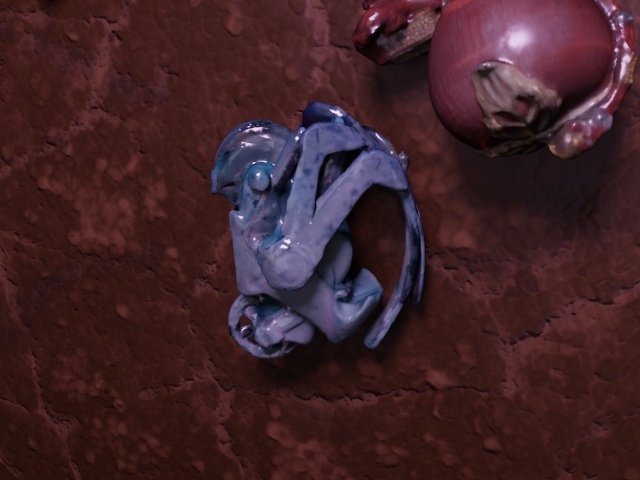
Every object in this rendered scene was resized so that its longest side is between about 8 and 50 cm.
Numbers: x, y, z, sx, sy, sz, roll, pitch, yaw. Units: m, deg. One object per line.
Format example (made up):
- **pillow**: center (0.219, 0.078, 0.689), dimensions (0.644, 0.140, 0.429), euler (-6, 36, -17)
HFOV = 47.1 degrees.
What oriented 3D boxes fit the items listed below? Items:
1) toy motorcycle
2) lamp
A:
- **toy motorcycle**: center (0.000, 0.000, 0.730), dimensions (0.206, 0.154, 0.260), euler (-4, 113, -1)
- **lamp**: center (0.147, -0.156, 0.625), dimensions (0.215, 0.151, 0.223), euler (-22, 54, 21)
